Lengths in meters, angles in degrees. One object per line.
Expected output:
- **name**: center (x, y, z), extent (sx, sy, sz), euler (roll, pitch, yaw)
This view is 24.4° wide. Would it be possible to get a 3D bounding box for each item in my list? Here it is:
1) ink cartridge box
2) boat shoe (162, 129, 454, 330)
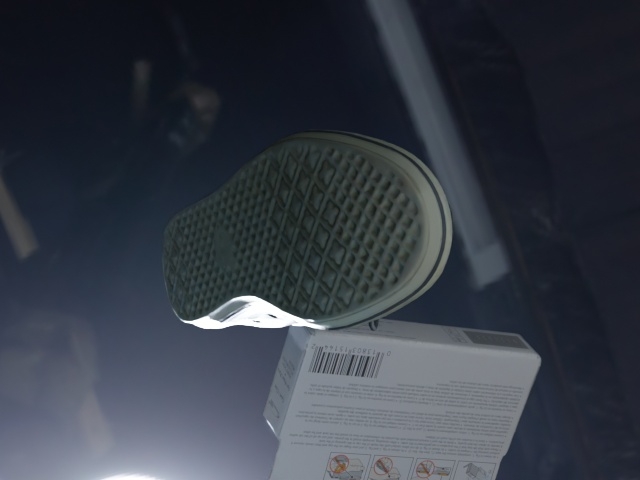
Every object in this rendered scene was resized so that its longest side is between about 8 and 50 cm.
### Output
- **ink cartridge box**: center (0.078, 0.220, 1.695), extent (0.296, 0.261, 0.066), euler (8, -159, -24)
- **boat shoe**: center (0.000, 0.000, 1.446), extent (0.156, 0.500, 0.187), euler (-4, -96, -27)
